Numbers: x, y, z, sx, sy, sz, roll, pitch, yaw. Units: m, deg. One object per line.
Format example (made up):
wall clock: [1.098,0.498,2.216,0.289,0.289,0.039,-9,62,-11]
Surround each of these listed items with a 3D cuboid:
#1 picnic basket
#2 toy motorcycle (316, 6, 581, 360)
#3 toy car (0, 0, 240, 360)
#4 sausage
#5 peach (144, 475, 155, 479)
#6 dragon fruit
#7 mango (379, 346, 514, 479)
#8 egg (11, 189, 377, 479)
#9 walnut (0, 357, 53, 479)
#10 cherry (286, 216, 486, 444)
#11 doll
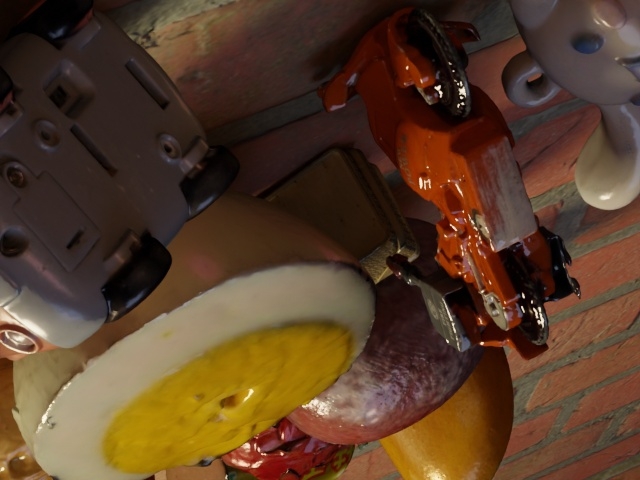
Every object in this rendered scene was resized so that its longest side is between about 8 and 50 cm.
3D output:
picnic basket: [0.000,0.000,1.744,0.164,0.115,0.079,-33,161,17]
toy motorcycle: [0.107,-0.059,1.550,0.148,0.221,0.326,-26,115,-11]
toy car: [-0.206,-0.029,1.260,0.212,0.180,0.270,-31,-163,34]
sausage: [-0.046,0.273,2.324,0.317,0.117,0.125,-6,111,-43]
peach: [-0.249,0.292,2.174,0.100,0.101,0.101,-24,159,-10]
dragon fruit: [-0.048,0.183,2.047,0.172,0.172,0.209,-32,155,12]
mango: [0.139,0.179,2.138,0.187,0.257,0.138,-26,159,-2]
egg: [-0.133,0.057,1.598,0.337,0.201,0.337,-25,153,-14]
walnut: [-0.308,0.183,1.747,0.197,0.165,0.165,-16,158,-9]
cherry: [0.061,0.086,1.880,0.285,0.213,0.236,-62,178,-46]
doll: [0.312,-0.212,1.517,0.365,0.187,0.376,-31,158,6]
